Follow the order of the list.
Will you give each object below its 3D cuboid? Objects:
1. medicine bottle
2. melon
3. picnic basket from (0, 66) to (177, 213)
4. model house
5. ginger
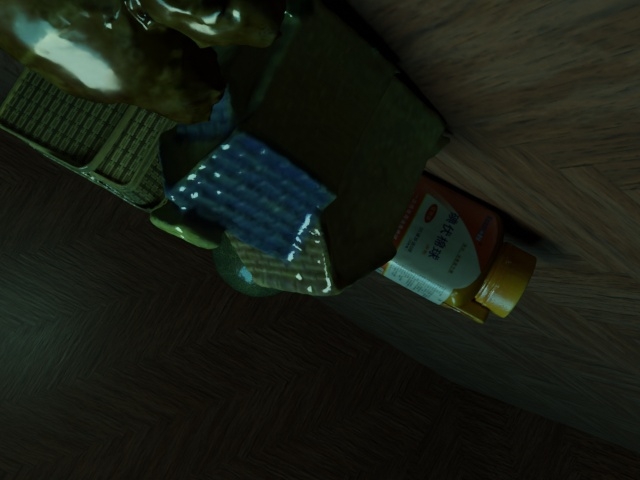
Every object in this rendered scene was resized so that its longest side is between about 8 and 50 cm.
[{"bbox_3d":[0.192,0.016,0.980,0.222,0.149,0.112,28,169,6],"label":"medicine bottle"},{"bbox_3d":[-0.153,0.021,1.678,0.238,0.237,0.302,32,175,-13],"label":"melon"},{"bbox_3d":[-0.380,-0.217,1.204,0.313,0.228,0.175,28,172,13],"label":"picnic basket"},{"bbox_3d":[-0.058,-0.094,0.756,0.261,0.266,0.321,6,161,48],"label":"model house"},{"bbox_3d":[-0.155,-0.243,0.485,0.275,0.152,0.357,8,129,10],"label":"ginger"}]
